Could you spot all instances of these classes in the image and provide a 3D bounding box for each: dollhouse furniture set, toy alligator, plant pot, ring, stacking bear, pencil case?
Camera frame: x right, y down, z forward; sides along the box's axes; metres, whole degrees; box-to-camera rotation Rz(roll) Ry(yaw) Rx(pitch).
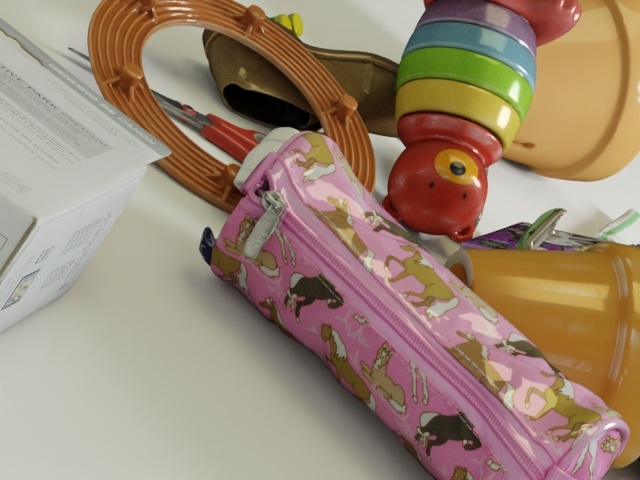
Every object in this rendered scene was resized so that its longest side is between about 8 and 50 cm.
[{"bbox_3d":[0.177,0.010,1.760,0.058,0.151,0.076,43,-13,11],"label":"dollhouse furniture set"},{"bbox_3d":[-0.065,-0.239,2.060,0.189,0.056,0.051,-24,102,-67],"label":"toy alligator"},{"bbox_3d":[0.282,-0.223,2.281,0.203,0.291,0.291,-1,38,-33],"label":"plant pot"},{"bbox_3d":[0.201,0.089,1.571,0.188,0.205,0.205,14,25,-13],"label":"plant pot"},{"bbox_3d":[-0.079,-0.146,1.737,0.336,0.032,0.337,25,38,-21],"label":"ring"},{"bbox_3d":[0.153,-0.143,1.896,0.175,0.289,0.164,22,-19,-15],"label":"stacking bear"},{"bbox_3d":[0.076,0.084,1.410,0.386,0.160,0.167,44,41,21],"label":"pencil case"}]

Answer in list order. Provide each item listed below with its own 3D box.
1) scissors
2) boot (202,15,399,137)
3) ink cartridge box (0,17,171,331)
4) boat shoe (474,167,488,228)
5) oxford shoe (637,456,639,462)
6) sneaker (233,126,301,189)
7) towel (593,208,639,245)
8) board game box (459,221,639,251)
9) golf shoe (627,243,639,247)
[{"bbox_3d":[-0.121,-0.123,1.759,0.297,0.021,0.109,32,23,-6],"label":"scissors"},{"bbox_3d":[0.007,-0.153,1.939,0.305,0.112,0.115,16,44,-31],"label":"boot"},{"bbox_3d":[-0.294,-0.085,1.234,0.309,0.130,0.272,38,19,5],"label":"ink cartridge box"},{"bbox_3d":[0.152,-0.068,2.006,0.072,0.068,0.190,22,22,-4],"label":"boat shoe"},{"bbox_3d":[0.335,0.178,1.718,0.364,0.130,0.133,-100,174,-75],"label":"oxford shoe"},{"bbox_3d":[0.000,0.000,1.618,0.212,0.080,0.094,47,52,-6],"label":"sneaker"},{"bbox_3d":[0.504,0.082,2.266,0.325,0.038,0.248,39,20,10],"label":"towel"},{"bbox_3d":[0.342,0.044,1.857,0.346,0.056,0.208,13,16,22],"label":"board game box"},{"bbox_3d":[0.444,0.116,2.042,0.273,0.105,0.120,45,6,8],"label":"golf shoe"}]
